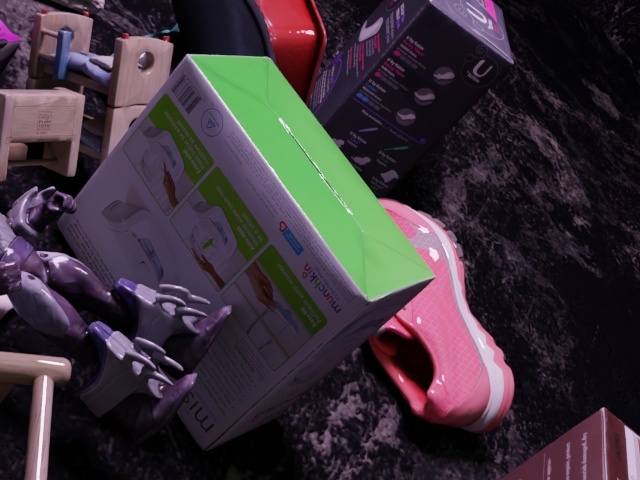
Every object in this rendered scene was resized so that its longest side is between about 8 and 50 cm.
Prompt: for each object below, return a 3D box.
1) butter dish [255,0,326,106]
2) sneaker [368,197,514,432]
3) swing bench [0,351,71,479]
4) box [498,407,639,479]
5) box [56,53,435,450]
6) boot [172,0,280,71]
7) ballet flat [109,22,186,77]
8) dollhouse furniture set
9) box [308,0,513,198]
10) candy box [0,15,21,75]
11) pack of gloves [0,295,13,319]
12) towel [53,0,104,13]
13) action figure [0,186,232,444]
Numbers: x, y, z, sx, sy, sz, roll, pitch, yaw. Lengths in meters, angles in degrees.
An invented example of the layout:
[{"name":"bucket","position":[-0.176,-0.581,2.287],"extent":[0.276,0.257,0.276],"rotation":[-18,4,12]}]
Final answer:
[{"name":"butter dish","position":[-0.068,-0.259,1.346],"extent":[0.118,0.160,0.160],"rotation":[0,48,-19]},{"name":"sneaker","position":[0.102,0.071,1.146],"extent":[0.136,0.116,0.314],"rotation":[6,47,-44]},{"name":"swing bench","position":[-0.285,0.168,0.527],"extent":[0.254,0.165,0.253],"rotation":[23,37,-30]},{"name":"box","position":[0.254,0.305,0.952],"extent":[0.168,0.203,0.167],"rotation":[37,32,-10]},{"name":"box","position":[-0.076,0.009,0.897],"extent":[0.262,0.231,0.126],"rotation":[53,31,15]},{"name":"boot","position":[-0.119,-0.160,1.101],"extent":[0.246,0.094,0.207],"rotation":[65,30,-27]},{"name":"ballet flat","position":[-0.164,-0.224,1.227],"extent":[0.096,0.095,0.280],"rotation":[49,40,-10]},{"name":"dollhouse furniture set","position":[-0.250,-0.139,0.925],"extent":[0.129,0.129,0.183],"rotation":[22,19,32]},{"name":"box","position":[0.109,-0.215,1.347],"extent":[0.143,0.270,0.165],"rotation":[31,33,-19]},{"name":"candy box","position":[-0.420,-0.240,0.954],"extent":[0.233,0.071,0.159],"rotation":[47,31,7]},{"name":"pack of gloves","position":[-0.339,0.025,0.772],"extent":[0.195,0.046,0.232],"rotation":[38,22,-8]},{"name":"towel","position":[-0.385,-0.373,1.182],"extent":[0.282,0.049,0.187],"rotation":[20,40,-36]},{"name":"action figure","position":[-0.218,0.029,0.782],"extent":[0.285,0.099,0.185],"rotation":[34,29,-10]}]
